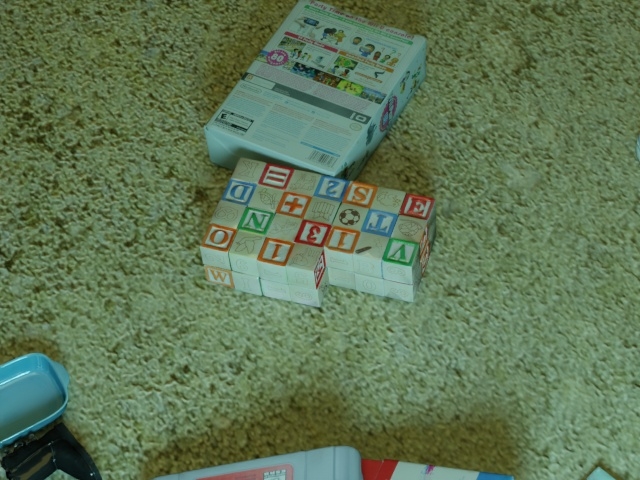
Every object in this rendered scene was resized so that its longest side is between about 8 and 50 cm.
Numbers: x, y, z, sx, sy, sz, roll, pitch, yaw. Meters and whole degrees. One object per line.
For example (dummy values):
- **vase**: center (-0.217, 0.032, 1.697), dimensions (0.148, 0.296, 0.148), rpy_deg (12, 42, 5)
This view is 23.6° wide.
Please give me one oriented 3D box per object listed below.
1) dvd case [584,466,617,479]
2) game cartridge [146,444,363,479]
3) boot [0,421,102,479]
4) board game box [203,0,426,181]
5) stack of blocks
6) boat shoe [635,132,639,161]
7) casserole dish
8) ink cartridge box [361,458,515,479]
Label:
- **dvd case**: center (0.367, 0.347, 1.915), dimensions (0.087, 0.013, 0.119), rpy_deg (-39, 60, -22)
- **game cartridge**: center (-0.090, 0.364, 1.871), dimensions (0.294, 0.060, 0.196), rpy_deg (-13, 54, 16)
- **boot**: center (-0.353, 0.297, 1.997), dimensions (0.099, 0.045, 0.121), rpy_deg (-32, 49, -21)
- **board game box**: center (-0.003, -0.214, 2.329), dimensions (0.224, 0.097, 0.303), rpy_deg (23, 59, 20)
- **stack of blocks**: center (0.000, 0.000, 2.168), dimensions (0.297, 0.087, 0.171), rpy_deg (12, 55, 14)
- **boat shoe**: center (0.533, -0.097, 2.199), dimensions (0.079, 0.081, 0.227), rpy_deg (-27, 55, -15)
- **casserole dish**: center (-0.424, 0.226, 2.063), dimensions (0.188, 0.037, 0.114), rpy_deg (-26, 54, -15)
- **ink cartridge box**: center (0.123, 0.348, 1.869), dimensions (0.231, 0.078, 0.134), rpy_deg (2, 49, 34)
